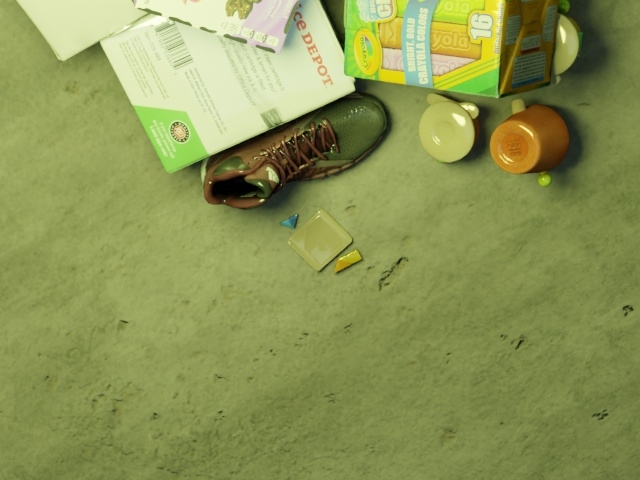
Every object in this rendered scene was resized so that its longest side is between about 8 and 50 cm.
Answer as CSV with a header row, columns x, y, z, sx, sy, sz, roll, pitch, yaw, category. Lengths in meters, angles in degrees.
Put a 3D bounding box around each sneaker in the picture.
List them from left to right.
x,y,z,sx,sy,sz,roll,pitch,yaw,category
-0.037,-0.106,1.976,0.281,0.162,0.106,-23,107,10,sneaker

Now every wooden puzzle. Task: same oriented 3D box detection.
x,y,z,sx,sy,sz,roll,pitch,yaw,category
0.000,0.000,2.093,0.079,0.014,0.116,-36,105,9,wooden puzzle

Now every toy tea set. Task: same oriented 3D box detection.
x,y,z,sx,sy,sz,roll,pitch,yaw,category
0.273,-0.242,1.968,0.200,0.124,0.336,26,115,24,toy tea set

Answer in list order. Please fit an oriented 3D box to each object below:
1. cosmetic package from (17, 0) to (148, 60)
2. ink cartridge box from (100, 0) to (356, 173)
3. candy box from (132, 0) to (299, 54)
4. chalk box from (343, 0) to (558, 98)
x,y,z,sx,sy,sz,roll,pitch,yaw,category
-0.350,-0.435,1.813,0.197,0.155,0.365,-26,129,9,cosmetic package
-0.119,-0.251,1.948,0.289,0.121,0.211,-22,107,9,ink cartridge box
-0.119,-0.343,1.794,0.196,0.070,0.164,15,108,-19,candy box
0.142,-0.295,1.853,0.289,0.180,0.179,12,108,30,chalk box
